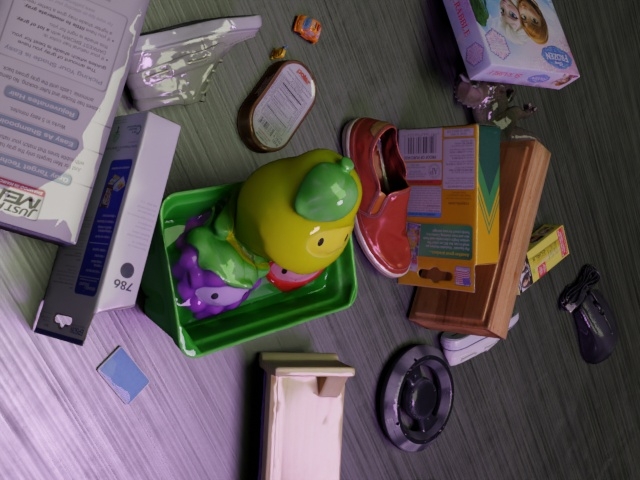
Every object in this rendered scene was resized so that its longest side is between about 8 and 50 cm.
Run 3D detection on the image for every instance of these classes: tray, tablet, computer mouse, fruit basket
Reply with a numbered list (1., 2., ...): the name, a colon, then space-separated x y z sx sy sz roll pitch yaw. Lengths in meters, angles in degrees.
1. tray: 0.334 -0.009 1.712 0.076 0.203 0.411 28 72 -40
2. tablet: -0.308 0.212 1.276 0.054 0.006 0.083 -48 121 -29
3. computer mouse: 0.742 0.219 2.194 0.188 0.072 0.272 -39 117 -35
4. fruit basket: -0.067 0.006 1.245 0.392 0.392 0.283 -14 102 -41

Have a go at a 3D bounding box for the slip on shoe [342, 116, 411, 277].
1. slip on shoe: 0.127 -0.079 1.594 0.123 0.101 0.331 -26 111 -40

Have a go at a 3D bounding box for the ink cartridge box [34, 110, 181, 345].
1. ink cartridge box: -0.304 -0.015 1.160 0.065 0.165 0.333 22 78 -41

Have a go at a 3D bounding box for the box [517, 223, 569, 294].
1. box: 0.518 0.044 1.987 0.232 0.058 0.087 -30 111 -38

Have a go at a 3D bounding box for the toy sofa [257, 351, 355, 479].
1. toy sofa: -0.043 0.383 1.456 0.150 0.177 0.363 3 91 -18

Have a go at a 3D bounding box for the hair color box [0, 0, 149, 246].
1. hair color box: -0.372 -0.196 1.093 0.185 0.113 0.374 18 79 -23

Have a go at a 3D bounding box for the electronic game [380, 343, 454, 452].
1. electronic game: 0.208 0.334 1.727 0.229 0.048 0.229 -3 94 -43

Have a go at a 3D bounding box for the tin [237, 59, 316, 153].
1. tin: -0.073 -0.238 1.447 0.106 0.040 0.190 50 61 -37

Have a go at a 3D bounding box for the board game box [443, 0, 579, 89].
1. board game box: 0.397 -0.489 1.756 0.318 0.066 0.318 -5 73 -40

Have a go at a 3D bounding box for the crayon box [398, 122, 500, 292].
1. crayon box: 0.256 -0.067 1.644 0.083 0.203 0.323 -3 95 -43

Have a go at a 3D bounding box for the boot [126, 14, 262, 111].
1. boot: -0.199 -0.284 1.302 0.258 0.095 0.123 -22 113 -31

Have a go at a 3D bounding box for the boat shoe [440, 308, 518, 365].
1. boat shoe: 0.358 0.216 1.849 0.226 0.083 0.076 -17 116 -29

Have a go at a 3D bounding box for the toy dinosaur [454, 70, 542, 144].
1. toy dinosaur: 0.396 -0.299 1.840 0.160 0.121 0.313 -46 126 -17

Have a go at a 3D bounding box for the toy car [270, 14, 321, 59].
1. toy car: -0.035 -0.356 1.470 0.060 0.040 0.122 47 62 -34
